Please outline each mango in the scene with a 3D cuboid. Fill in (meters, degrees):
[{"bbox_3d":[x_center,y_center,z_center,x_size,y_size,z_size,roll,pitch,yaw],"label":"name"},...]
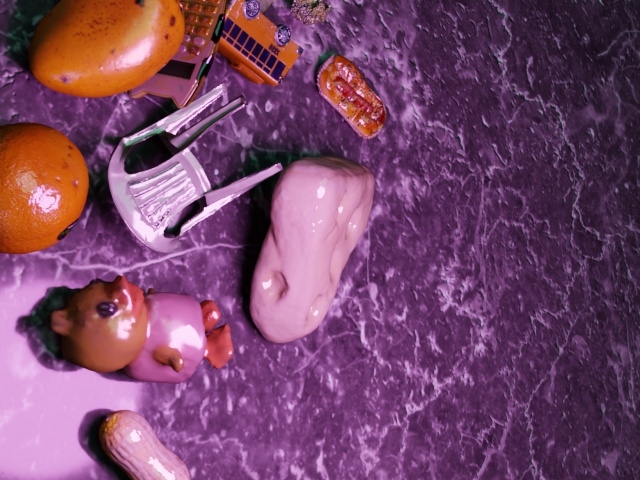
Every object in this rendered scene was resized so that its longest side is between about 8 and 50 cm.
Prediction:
[{"bbox_3d":[-0.340,-0.337,1.497,0.290,0.160,0.191,-43,96,-19],"label":"mango"}]

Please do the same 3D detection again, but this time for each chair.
[{"bbox_3d":[-0.221,-0.120,1.559,0.274,0.190,0.203,-33,106,-8],"label":"chair"}]

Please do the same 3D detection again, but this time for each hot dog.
[{"bbox_3d":[0.065,-0.297,1.893,0.191,0.059,0.108,45,63,-27],"label":"hot dog"}]

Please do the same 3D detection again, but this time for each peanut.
[{"bbox_3d":[-0.281,0.360,1.497,0.087,0.087,0.207,-47,112,-33],"label":"peanut"}]

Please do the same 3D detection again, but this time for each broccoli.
[{"bbox_3d":[-0.019,-0.472,1.826,0.097,0.095,0.092,0,115,-21],"label":"broccoli"}]

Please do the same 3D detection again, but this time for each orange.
[{"bbox_3d":[-0.443,-0.079,1.365,0.206,0.206,0.206,6,80,-38],"label":"orange"}]

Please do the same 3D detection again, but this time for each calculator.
[{"bbox_3d":[-0.240,-0.343,1.585,0.033,0.157,0.236,25,82,-62],"label":"calculator"}]

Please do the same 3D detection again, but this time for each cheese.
[{"bbox_3d":[0.000,0.000,1.741,0.328,0.129,0.351,-31,136,-62],"label":"cheese"}]

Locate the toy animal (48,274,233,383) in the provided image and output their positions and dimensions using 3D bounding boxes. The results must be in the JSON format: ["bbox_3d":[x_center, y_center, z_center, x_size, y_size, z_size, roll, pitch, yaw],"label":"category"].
[{"bbox_3d":[-0.298,0.143,1.476,0.281,0.195,0.169,22,110,-39],"label":"toy animal"}]

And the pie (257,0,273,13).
[{"bbox_3d":[-0.186,-0.509,1.703,0.274,0.105,0.257,-21,112,-36],"label":"pie"}]

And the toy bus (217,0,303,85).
[{"bbox_3d":[-0.134,-0.368,1.676,0.201,0.098,0.114,32,87,-48],"label":"toy bus"}]
